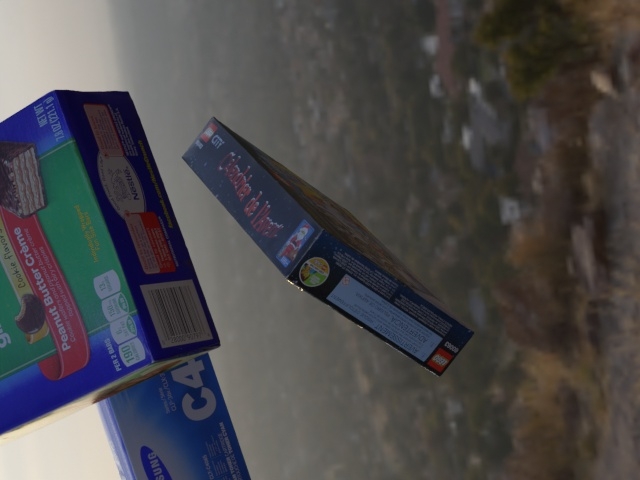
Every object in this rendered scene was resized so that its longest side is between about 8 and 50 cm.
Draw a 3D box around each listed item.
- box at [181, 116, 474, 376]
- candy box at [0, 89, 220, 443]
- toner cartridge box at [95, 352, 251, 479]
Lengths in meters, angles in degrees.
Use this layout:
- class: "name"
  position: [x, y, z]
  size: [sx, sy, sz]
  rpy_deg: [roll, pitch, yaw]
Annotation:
- class: "box"
  position: [0.000, 0.000, 1.075]
  size: [0.044, 0.159, 0.233]
  rpy_deg: [-53, 33, 6]
- class: "candy box"
  position: [-0.286, 0.041, 1.354]
  size: [0.122, 0.317, 0.268]
  rpy_deg: [-5, -109, -59]
- class: "toner cartridge box"
  position: [-0.230, 0.221, 2.014]
  size: [0.075, 0.165, 0.347]
  rpy_deg: [-15, 95, 63]
